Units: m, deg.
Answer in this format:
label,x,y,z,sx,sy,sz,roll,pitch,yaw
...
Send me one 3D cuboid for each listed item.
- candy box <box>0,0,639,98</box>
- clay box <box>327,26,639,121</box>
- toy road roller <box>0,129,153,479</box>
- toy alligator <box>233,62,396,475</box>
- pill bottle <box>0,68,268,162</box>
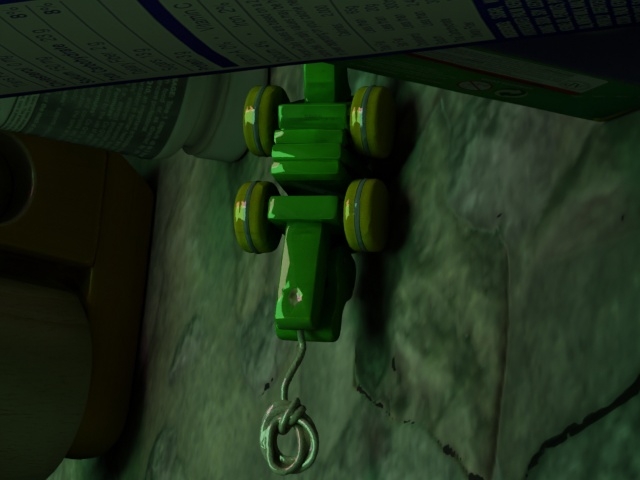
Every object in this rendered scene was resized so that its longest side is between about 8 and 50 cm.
label,x,y,z,sx,sy,sz,roll,pitch,yaw
candy box,-0.023,-0.181,0.485,0.122,0.317,0.268,41,-135,-74
clay box,0.052,-0.158,0.584,0.053,0.127,0.222,164,114,-65
toy road roller,-0.235,-0.027,1.061,0.241,0.202,0.329,-15,66,49
toy alligator,0.000,0.000,0.751,0.051,0.056,0.189,34,-122,-68
pill bottle,-0.099,-0.081,0.906,0.078,0.137,0.078,-169,90,-68
